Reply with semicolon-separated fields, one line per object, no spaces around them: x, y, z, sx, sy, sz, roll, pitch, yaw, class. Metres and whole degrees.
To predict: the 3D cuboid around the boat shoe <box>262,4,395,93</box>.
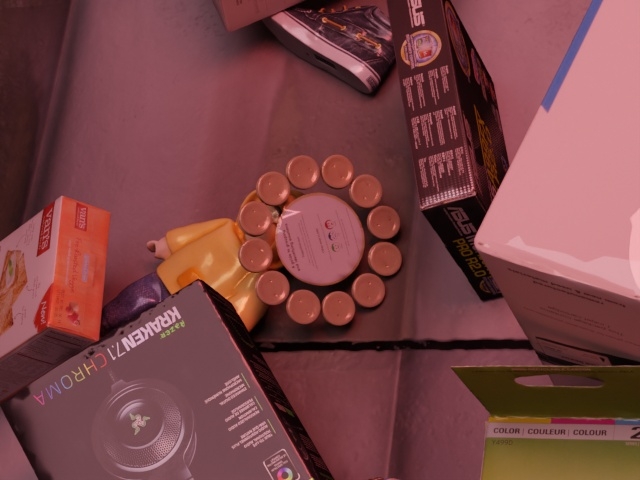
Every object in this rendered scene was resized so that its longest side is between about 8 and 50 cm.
0.016;-0.241;2.108;0.183;0.065;0.083;35;77;27;boat shoe

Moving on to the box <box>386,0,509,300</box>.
0.142;-0.103;1.886;0.060;0.216;0.270;-16;58;14;box

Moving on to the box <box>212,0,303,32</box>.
-0.001;-0.421;2.079;0.345;0.168;0.215;-24;65;-7;box

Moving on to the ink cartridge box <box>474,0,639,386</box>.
0.310;-0.010;1.661;0.166;0.395;0.285;19;73;27;ink cartridge box

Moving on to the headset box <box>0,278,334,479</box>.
-0.140;0.228;1.847;0.246;0.131;0.283;-32;73;4;headset box

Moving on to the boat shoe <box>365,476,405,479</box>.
0.044;0.322;1.800;0.066;0.066;0.183;0;68;45;boat shoe

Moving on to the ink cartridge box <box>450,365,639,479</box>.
0.231;0.201;1.663;0.188;0.255;0.097;-1;64;23;ink cartridge box

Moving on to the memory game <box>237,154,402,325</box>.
0.000;0.000;1.945;0.186;0.012;0.186;2;83;-18;memory game

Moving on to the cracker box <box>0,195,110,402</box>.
-0.319;0.068;2.012;0.232;0.067;0.156;-31;48;45;cracker box

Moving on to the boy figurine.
-0.122;0.047;1.995;0.285;0.092;0.177;-33;53;7;boy figurine
